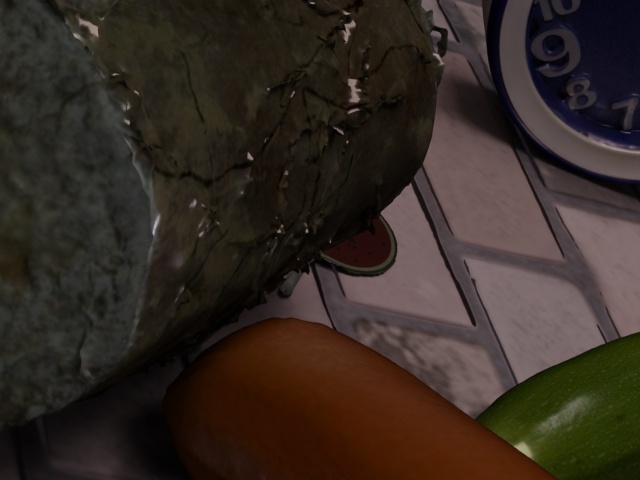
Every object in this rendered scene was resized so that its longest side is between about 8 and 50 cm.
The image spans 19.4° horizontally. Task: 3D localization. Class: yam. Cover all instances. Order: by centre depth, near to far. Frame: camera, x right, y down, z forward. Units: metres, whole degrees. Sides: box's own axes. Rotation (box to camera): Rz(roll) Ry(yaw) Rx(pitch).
[{"bbox_3d":[-0.105,-0.059,0.871,0.241,0.241,0.348,41,31,15],"label":"yam"}]

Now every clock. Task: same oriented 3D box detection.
[{"bbox_3d":[0.224,-0.151,1.248,0.230,0.230,0.083,23,31,-13],"label":"clock"}]

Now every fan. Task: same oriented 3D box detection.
[{"bbox_3d":[0.000,0.000,1.069,0.085,0.005,0.133,33,32,2],"label":"fan"}]

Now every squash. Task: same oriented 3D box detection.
[{"bbox_3d":[0.159,0.096,0.997,0.292,0.082,0.082,-14,53,-48],"label":"squash"}]

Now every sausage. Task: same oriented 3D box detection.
[{"bbox_3d":[0.036,0.117,0.797,0.105,0.105,0.274,-2,25,-41],"label":"sausage"}]
